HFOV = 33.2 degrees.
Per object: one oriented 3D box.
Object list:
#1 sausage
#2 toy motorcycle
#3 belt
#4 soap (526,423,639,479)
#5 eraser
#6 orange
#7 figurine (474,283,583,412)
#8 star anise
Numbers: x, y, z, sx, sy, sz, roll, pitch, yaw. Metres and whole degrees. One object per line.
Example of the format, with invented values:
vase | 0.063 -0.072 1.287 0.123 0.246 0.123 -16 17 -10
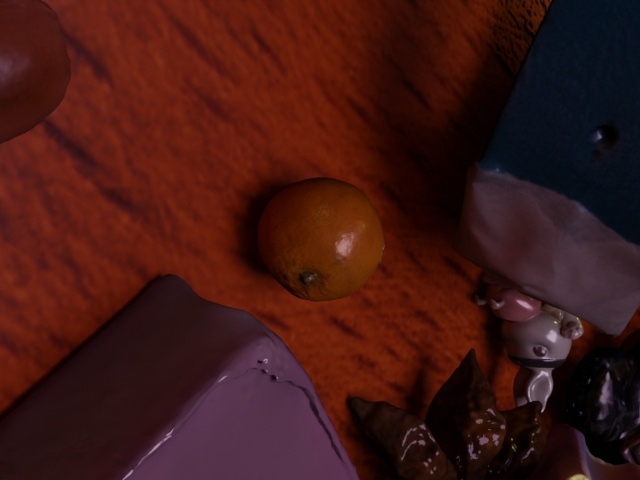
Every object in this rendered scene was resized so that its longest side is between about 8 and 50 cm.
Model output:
sausage | -0.198 -0.063 0.484 0.194 0.077 0.077 -28 119 -36
toy motorcycle | 0.357 0.226 1.083 0.207 0.134 0.401 -40 123 -24
belt | 0.247 -0.151 0.755 0.436 0.173 0.300 -68 165 8
soap | 0.181 0.272 0.810 0.192 0.109 0.324 -62 173 8
eraser | -0.078 0.242 0.651 0.272 0.122 0.359 -42 128 -30
orange | -0.001 0.000 0.694 0.084 0.084 0.083 -14 110 -43
figurine | 0.175 0.061 0.911 0.098 0.081 0.146 29 82 -1
star anise | 0.103 0.193 0.842 0.196 0.111 0.212 -19 107 -49
